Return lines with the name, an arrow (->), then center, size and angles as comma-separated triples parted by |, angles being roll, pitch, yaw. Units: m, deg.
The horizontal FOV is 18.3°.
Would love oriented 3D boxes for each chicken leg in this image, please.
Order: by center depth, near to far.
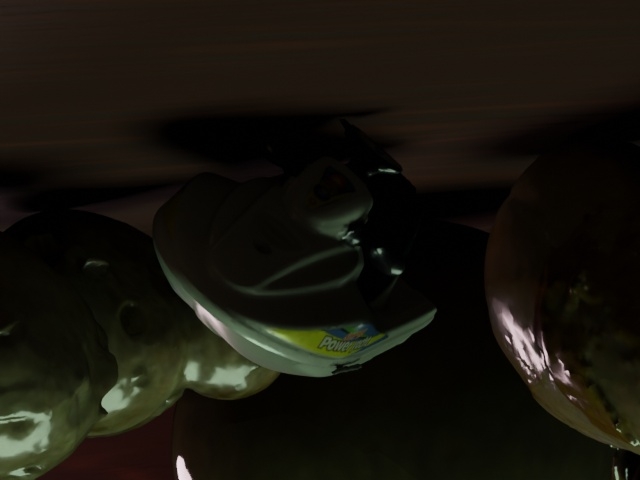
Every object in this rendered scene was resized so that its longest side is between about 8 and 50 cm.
chicken leg -> 0.256, 0.119, 1.187 | 0.182, 0.295, 0.409 | -26, -143, -19

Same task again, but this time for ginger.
ginger -> -0.164, 0.051, 1.206 | 0.244, 0.155, 0.304 | 9, -167, 41

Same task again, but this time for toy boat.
toy boat -> -0.003, 0.005, 1.112 | 0.141, 0.140, 0.269 | -8, 174, 8

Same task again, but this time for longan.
longan -> 0.060, 0.146, 1.540 | 0.361, 0.361, 0.361 | -7, 174, -1
